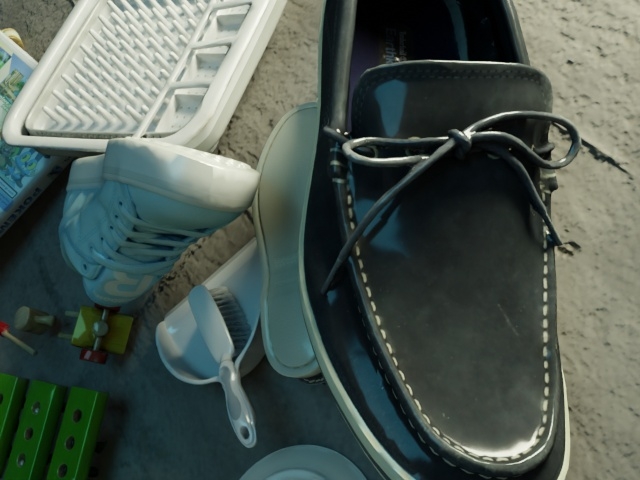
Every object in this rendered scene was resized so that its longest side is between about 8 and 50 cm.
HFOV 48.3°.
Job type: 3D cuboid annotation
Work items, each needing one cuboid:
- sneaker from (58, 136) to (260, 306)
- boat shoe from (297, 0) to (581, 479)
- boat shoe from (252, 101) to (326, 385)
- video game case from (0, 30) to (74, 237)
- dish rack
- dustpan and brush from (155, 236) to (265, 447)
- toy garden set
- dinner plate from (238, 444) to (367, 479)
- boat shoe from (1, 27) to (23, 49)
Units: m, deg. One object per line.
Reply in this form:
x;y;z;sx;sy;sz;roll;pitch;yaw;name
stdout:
-0.164;-0.006;0.680;0.366;0.135;0.150;0;82;63;sneaker
0.081;-0.057;0.522;0.187;0.156;0.500;3;62;-10;boat shoe
0.000;0.000;0.630;0.095;0.079;0.254;-17;64;25;boat shoe
-0.499;-0.146;0.944;0.329;0.036;0.300;40;85;14;video game case
-0.195;-0.204;0.827;0.333;0.072;0.285;7;65;33;dish rack
-0.086;0.101;0.654;0.147;0.060;0.211;-40;53;13;dustpan and brush
-0.307;0.161;0.786;0.244;0.049;0.204;1;72;35;toy garden set
-0.022;0.229;0.562;0.141;0.017;0.141;-11;52;15;dinner plate
-0.526;-0.284;1.125;0.135;0.050;0.045;-31;52;7;boat shoe
